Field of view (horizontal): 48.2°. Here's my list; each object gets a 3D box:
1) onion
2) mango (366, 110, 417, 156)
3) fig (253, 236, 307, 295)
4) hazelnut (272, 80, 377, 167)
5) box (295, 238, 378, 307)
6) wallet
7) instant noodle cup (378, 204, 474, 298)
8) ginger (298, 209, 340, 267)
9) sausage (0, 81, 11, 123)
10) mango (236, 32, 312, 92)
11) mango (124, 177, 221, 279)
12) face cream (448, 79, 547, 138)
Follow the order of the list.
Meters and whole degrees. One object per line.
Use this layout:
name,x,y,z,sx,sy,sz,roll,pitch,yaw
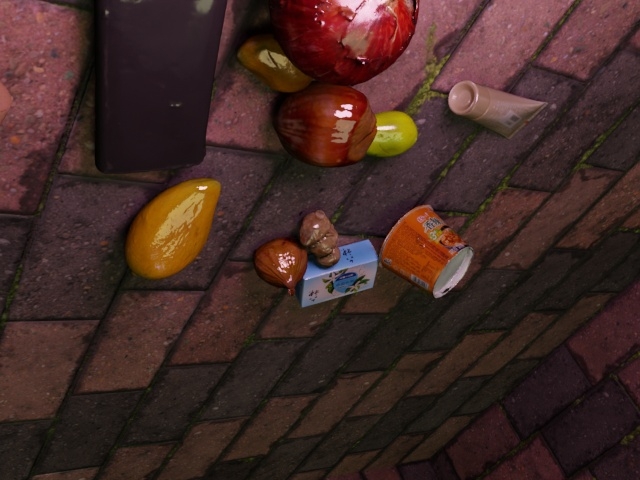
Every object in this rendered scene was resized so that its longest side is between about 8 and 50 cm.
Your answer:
onion,0.039,-0.412,1.243,0.276,0.276,0.276,-17,145,-12
mango,0.147,-0.247,1.669,0.163,0.089,0.117,-6,151,-8
fig,-0.083,0.084,1.859,0.146,0.201,0.134,-27,137,-9
hazelnut,0.010,-0.248,1.515,0.181,0.180,0.212,-43,156,-28
box,0.043,0.095,2.053,0.232,0.083,0.143,-16,145,-17
wallet,-0.305,-0.292,1.331,0.228,0.062,0.406,-8,141,-24
instant noodle cup,0.304,0.039,2.001,0.230,0.182,0.230,-34,147,-27
ginger,0.000,0.000,1.894,0.104,0.080,0.204,-56,150,-15
sausage,-0.639,-0.171,1.222,0.123,0.123,0.253,14,131,-43
mango,-0.079,-0.349,1.381,0.115,0.089,0.165,-30,144,23
mango,-0.334,-0.025,1.619,0.176,0.119,0.317,21,120,-38
face cream,0.439,-0.321,1.769,0.341,0.084,0.137,3,139,-48
